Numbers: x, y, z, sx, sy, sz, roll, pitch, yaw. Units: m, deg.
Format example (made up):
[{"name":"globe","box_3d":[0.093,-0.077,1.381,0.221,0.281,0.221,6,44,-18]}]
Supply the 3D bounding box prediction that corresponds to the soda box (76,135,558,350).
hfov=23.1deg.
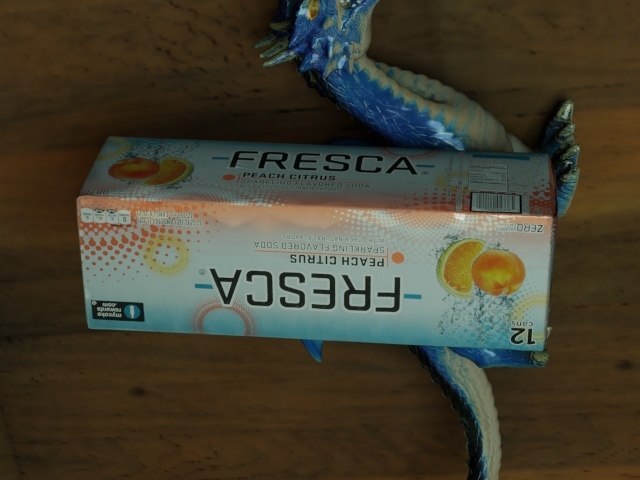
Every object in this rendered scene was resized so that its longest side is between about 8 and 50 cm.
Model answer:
[{"name":"soda box","box_3d":[0.000,0.000,0.617,0.183,0.058,0.063,3,119,6]}]

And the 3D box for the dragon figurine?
[{"name":"dragon figurine","box_3d":[0.033,0.003,0.698,0.144,0.085,0.289,7,120,3]}]
